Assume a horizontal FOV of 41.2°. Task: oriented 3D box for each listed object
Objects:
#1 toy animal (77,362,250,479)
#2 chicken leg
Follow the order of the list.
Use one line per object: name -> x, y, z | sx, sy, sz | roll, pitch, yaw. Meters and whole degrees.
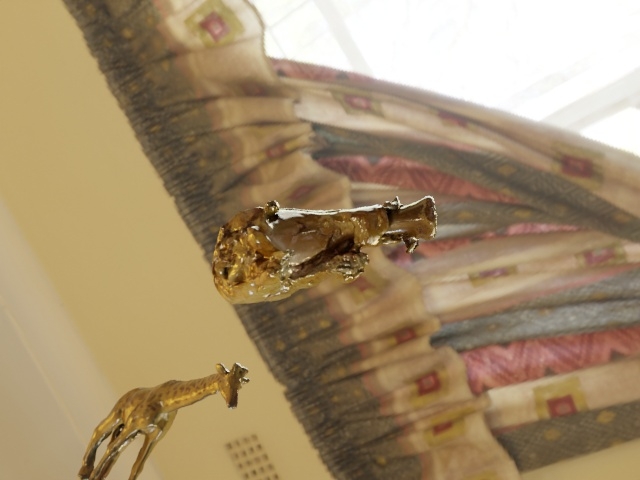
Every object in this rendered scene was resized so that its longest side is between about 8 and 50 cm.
toy animal -> -0.191, 0.212, 1.002 | 0.054, 0.275, 0.149 | 40, -165, -33
chicken leg -> 0.000, 0.000, 0.747 | 0.101, 0.207, 0.085 | 55, -157, -69
